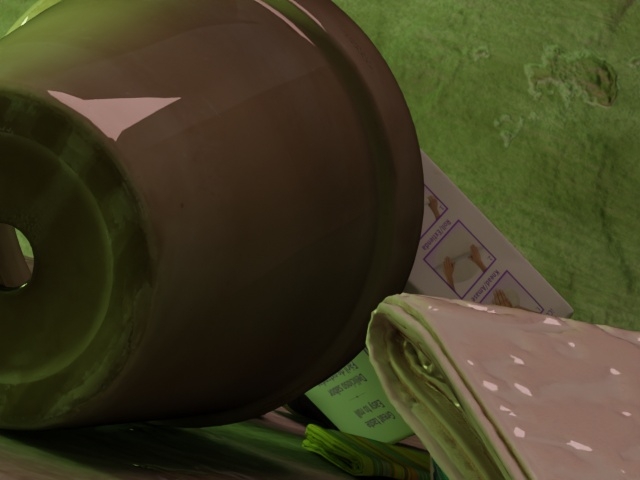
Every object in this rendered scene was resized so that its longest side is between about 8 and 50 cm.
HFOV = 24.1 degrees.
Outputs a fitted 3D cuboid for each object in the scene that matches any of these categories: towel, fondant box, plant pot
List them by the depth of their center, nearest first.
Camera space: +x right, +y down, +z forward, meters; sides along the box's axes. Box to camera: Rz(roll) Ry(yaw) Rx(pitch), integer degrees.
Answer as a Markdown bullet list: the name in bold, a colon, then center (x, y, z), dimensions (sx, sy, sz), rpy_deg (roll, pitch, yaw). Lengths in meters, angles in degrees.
- **towel**: center (0.210, 0.128, 0.585), dimensions (0.332, 0.053, 0.317), rpy_deg (13, 21, -21)
- **plant pot**: center (-0.124, -0.014, 0.915), dimensions (0.323, 0.323, 0.280), rpy_deg (17, 14, 14)
- **fondant box**: center (0.000, 0.000, 1.164), dimensions (0.330, 0.096, 0.238), rpy_deg (45, -31, -5)
- **towel**: center (0.107, 0.190, 1.176), dimensions (0.237, 0.021, 0.102), rpy_deg (18, 2, -27)

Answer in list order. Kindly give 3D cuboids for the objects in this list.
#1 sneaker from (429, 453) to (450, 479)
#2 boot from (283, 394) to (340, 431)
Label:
- **sneaker**: center (0.181, 0.143, 0.757), dimensions (0.275, 0.107, 0.110), rpy_deg (8, -43, 24)
- **boot**: center (0.069, 0.163, 1.393), dimensions (0.198, 0.077, 0.137), rpy_deg (3, 9, -22)
